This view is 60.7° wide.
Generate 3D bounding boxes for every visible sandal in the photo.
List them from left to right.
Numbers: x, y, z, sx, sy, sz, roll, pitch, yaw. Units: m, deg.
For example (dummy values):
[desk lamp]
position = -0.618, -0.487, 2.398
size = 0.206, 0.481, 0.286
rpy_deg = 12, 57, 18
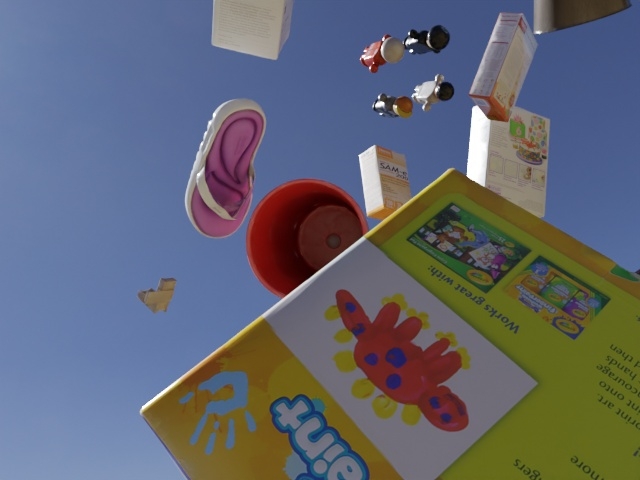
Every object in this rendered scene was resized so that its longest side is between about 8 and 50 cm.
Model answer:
[sandal]
position = -0.214, -0.130, 1.256
size = 0.170, 0.102, 0.416
rpy_deg = -13, -37, -26

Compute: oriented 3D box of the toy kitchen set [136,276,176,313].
[toy kitchen set]
position = -0.382, 0.111, 1.228
size = 0.068, 0.075, 0.083
rpy_deg = -1, -61, -55

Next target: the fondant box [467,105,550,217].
[fondant box]
position = 0.585, -0.247, 1.703
size = 0.239, 0.329, 0.096
rpy_deg = 12, -11, -23

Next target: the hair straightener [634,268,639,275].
[hair straightener]
position = 0.442, 0.026, 0.592
size = 0.047, 0.088, 0.230
rpy_deg = -4, -31, -28

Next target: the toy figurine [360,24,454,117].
[toy figurine]
position = 0.227, -0.420, 1.375
size = 0.213, 0.209, 0.148
rpy_deg = -20, 17, -22

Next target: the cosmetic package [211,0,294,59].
[cosmetic package]
position = -0.142, -0.525, 1.199
size = 0.152, 0.151, 0.183
rpy_deg = 13, -48, -1

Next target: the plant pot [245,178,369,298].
[plant pot]
position = 0.000, 0.000, 1.274
size = 0.275, 0.274, 0.243
rpy_deg = -25, -7, 15

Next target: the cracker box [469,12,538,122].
[cracker box]
position = 0.482, -0.449, 1.433
size = 0.156, 0.067, 0.232
rpy_deg = 23, -92, -53

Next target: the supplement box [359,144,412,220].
[supplement box]
position = 0.094, -0.079, 0.774
size = 0.062, 0.098, 0.036
rpy_deg = 10, -26, -37

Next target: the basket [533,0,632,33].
[basket]
position = 0.557, -0.599, 1.200
size = 0.205, 0.154, 0.226
rpy_deg = -9, -66, 23

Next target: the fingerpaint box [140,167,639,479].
[fingerpaint box]
position = 0.151, 0.191, 0.420
size = 0.371, 0.445, 0.163
rpy_deg = -37, -34, -24
